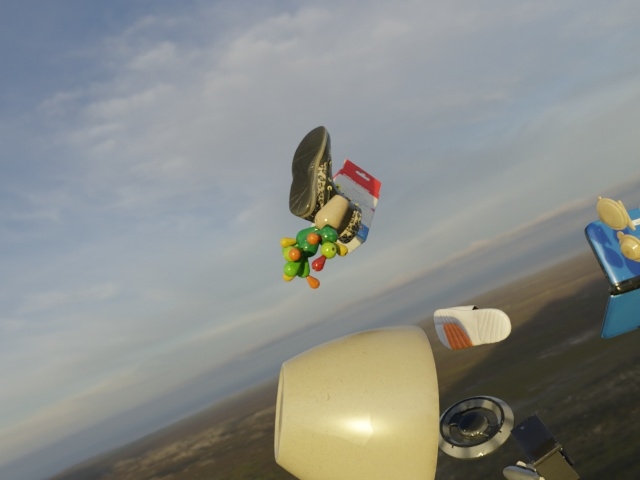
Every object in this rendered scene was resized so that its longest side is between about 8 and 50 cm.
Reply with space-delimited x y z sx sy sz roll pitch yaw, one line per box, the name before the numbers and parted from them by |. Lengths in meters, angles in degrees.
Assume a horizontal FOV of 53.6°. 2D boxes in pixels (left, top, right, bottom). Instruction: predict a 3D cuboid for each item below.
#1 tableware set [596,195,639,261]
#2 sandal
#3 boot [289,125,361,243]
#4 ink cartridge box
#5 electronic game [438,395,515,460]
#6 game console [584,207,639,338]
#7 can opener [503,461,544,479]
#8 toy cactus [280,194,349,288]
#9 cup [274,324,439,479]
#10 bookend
tableware set | 0.540 -0.012 1.064 0.020 0.141 0.168 -33 17 -13
sandal | 0.375 0.205 1.518 0.076 0.102 0.265 -10 -2 -29
boot | 0.019 -0.122 1.437 0.085 0.237 0.178 -16 -37 38
ink cartridge box | 0.075 -0.097 1.717 0.078 0.134 0.231 -42 21 45
electronic game | 0.431 0.523 1.780 0.229 0.048 0.229 -23 23 11
game console | 0.778 0.063 1.519 0.292 0.250 0.173 -16 -19 -10
can opener | 0.618 0.682 1.692 0.095 0.076 0.283 3 8 -36
toy cactus | 0.000 0.000 1.182 0.181 0.112 0.219 -55 8 -14
cup | 0.045 0.306 1.103 0.236 0.332 0.331 5 -12 -7
bookend | 0.505 0.481 1.371 0.072 0.156 0.157 -39 6 6
